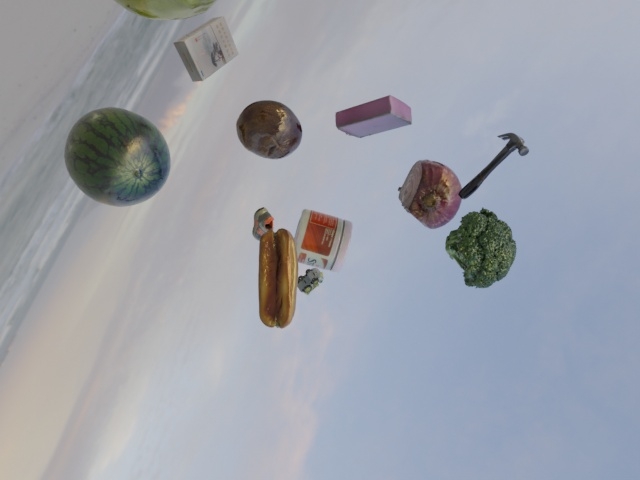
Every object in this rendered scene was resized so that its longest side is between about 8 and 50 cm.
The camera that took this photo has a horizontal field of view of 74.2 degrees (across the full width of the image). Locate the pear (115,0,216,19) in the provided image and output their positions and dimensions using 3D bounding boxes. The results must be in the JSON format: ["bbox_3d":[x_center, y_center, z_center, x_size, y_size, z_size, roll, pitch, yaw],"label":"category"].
[{"bbox_3d":[-0.307,-0.536,0.761,0.307,0.253,0.253,28,-90,25],"label":"pear"}]

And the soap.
[{"bbox_3d":[0.213,-0.489,1.690,0.259,0.181,0.081,-6,-95,40],"label":"soap"}]

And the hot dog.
[{"bbox_3d":[-0.101,0.090,1.042,0.100,0.068,0.250,-4,-102,17],"label":"hot dog"}]

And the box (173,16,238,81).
[{"bbox_3d":[-0.420,-0.715,1.581,0.067,0.149,0.233,8,-133,33],"label":"box"}]

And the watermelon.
[{"bbox_3d":[-0.693,-0.281,1.461,0.363,0.363,0.363,-40,-145,35],"label":"watermelon"}]

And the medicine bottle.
[{"bbox_3d":[0.000,0.000,1.949,0.252,0.241,0.252,-165,-90,-86],"label":"medicine bottle"}]

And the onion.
[{"bbox_3d":[0.457,-0.184,1.722,0.272,0.230,0.256,-70,-176,-49],"label":"onion"}]

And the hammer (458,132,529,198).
[{"bbox_3d":[0.591,-0.255,1.493,0.290,0.037,0.137,-52,-150,38],"label":"hammer"}]

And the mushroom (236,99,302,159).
[{"bbox_3d":[-0.174,-0.370,1.452,0.194,0.231,0.138,116,-22,-57],"label":"mushroom"}]

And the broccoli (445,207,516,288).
[{"bbox_3d":[0.535,0.028,1.432,0.261,0.269,0.241,-35,-150,-33],"label":"broccoli"}]

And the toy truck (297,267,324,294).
[{"bbox_3d":[-0.032,0.161,1.653,0.111,0.077,0.076,-40,-133,4],"label":"toy truck"}]

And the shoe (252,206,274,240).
[{"bbox_3d":[-0.232,-0.050,1.753,0.074,0.077,0.194,-37,155,-32],"label":"shoe"}]
